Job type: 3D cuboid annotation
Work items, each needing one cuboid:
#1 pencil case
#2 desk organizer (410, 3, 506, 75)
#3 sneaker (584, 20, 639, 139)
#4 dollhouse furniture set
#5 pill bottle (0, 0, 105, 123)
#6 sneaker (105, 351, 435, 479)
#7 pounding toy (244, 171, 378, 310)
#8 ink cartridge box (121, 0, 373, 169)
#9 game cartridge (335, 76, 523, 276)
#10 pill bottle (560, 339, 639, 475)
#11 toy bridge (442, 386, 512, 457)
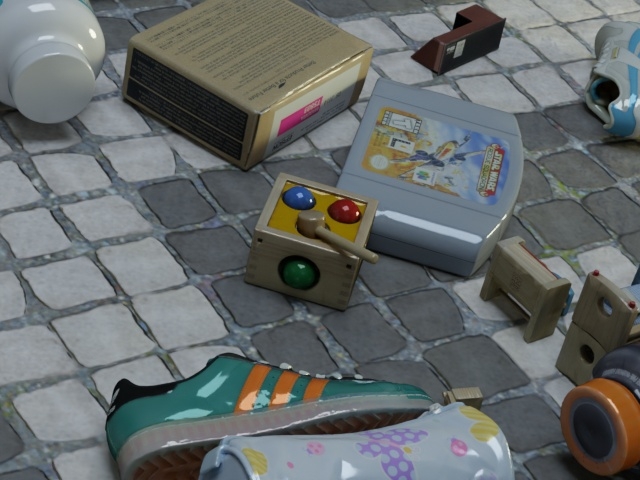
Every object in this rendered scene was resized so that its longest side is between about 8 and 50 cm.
[{"bbox_3d":[0.033,0.211,1.403,0.273,0.124,0.113,-5,-2,-31],"label":"pencil case"},{"bbox_3d":[0.178,-0.261,2.153,0.050,0.047,0.130,34,41,28],"label":"desk organizer"},{"bbox_3d":[0.381,-0.212,2.121,0.092,0.087,0.229,3,36,-11],"label":"sneaker"},{"bbox_3d":[0.283,0.047,1.714,0.129,0.129,0.183,-17,46,-34],"label":"dollhouse furniture set"},{"bbox_3d":[-0.329,-0.244,1.884,0.146,0.146,0.264,-3,40,-22],"label":"pill bottle"},{"bbox_3d":[-0.043,0.149,1.493,0.302,0.108,0.121,-4,44,-20],"label":"sneaker"},{"bbox_3d":[0.000,0.000,1.708,0.130,0.100,0.141,16,37,4],"label":"pounding toy"},{"bbox_3d":[-0.085,-0.199,1.952,0.193,0.088,0.234,32,40,21],"label":"ink cartridge box"},{"bbox_3d":[0.129,-0.078,1.894,0.198,0.062,0.297,13,36,5],"label":"game cartridge"},{"bbox_3d":[0.346,0.149,1.600,0.245,0.130,0.130,-15,45,-33],"label":"pill bottle"},{"bbox_3d":[0.146,0.206,1.547,0.063,0.026,0.188,-3,39,-19],"label":"toy bridge"}]
